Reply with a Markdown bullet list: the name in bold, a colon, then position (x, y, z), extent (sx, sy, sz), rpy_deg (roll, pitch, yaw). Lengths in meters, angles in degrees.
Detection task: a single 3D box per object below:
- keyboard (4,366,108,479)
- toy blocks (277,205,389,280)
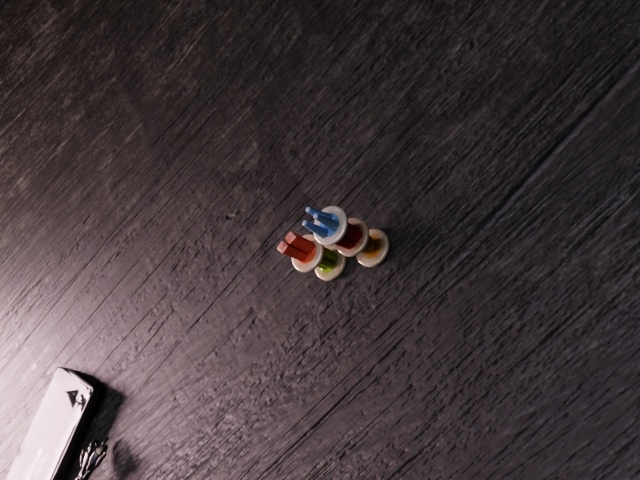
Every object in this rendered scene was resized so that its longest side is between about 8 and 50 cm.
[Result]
- **keyboard**: position (-0.407, 0.361, 1.723), extent (0.201, 0.033, 0.317), rpy_deg (24, 90, 46)
- **toy blocks**: position (0.000, 0.000, 1.466), extent (0.123, 0.148, 0.054), rpy_deg (-19, 63, 30)
